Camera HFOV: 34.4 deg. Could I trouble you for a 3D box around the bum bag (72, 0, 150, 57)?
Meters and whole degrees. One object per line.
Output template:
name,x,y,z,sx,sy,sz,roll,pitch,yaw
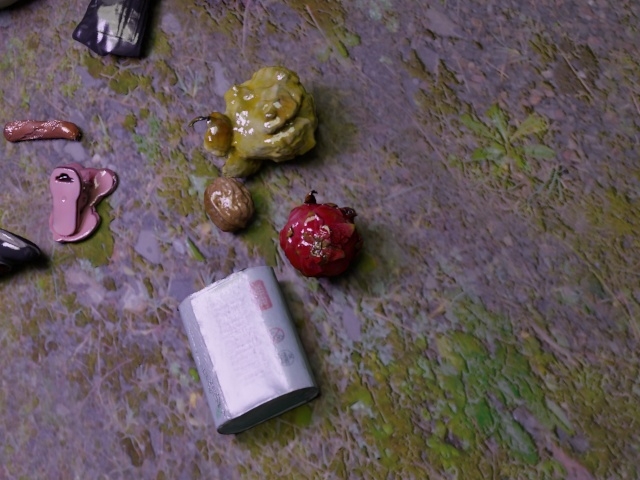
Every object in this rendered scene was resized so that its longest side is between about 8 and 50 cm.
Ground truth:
bum bag,-0.377,-0.505,2.013,0.144,0.095,0.340,12,71,5

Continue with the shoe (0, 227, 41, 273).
shoe,-0.603,0.029,1.840,0.228,0.099,0.112,13,77,25

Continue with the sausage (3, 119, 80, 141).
sausage,-0.525,-0.207,1.953,0.158,0.042,0.036,3,23,16

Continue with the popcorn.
popcorn,-0.106,-0.208,1.766,0.195,0.173,0.168,-19,76,13

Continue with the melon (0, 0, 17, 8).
melon,-0.703,-0.579,2.053,0.308,0.272,0.271,38,81,15

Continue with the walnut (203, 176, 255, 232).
walnut,-0.154,-0.060,1.755,0.079,0.082,0.096,-41,74,25

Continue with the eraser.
eraser,-0.119,0.171,1.639,0.174,0.081,0.227,-26,63,8

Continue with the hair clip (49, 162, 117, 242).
hair clip,-0.437,-0.070,1.869,0.123,0.102,0.138,3,100,19

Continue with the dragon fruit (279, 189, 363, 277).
dragon fruit,0.000,0.000,1.660,0.136,0.133,0.166,-58,24,-14
